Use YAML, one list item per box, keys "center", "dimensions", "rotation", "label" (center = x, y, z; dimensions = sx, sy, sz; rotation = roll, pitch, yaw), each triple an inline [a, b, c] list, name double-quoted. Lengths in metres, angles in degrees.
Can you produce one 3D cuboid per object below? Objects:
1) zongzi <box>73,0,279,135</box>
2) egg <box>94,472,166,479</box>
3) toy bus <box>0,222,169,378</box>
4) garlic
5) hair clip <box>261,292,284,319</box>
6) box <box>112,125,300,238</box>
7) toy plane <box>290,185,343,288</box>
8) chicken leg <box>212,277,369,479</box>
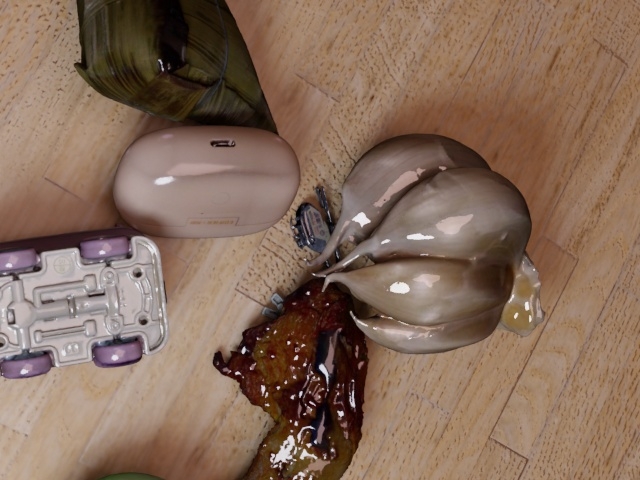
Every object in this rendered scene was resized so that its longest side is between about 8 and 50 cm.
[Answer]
- center: [-0.144, -0.248, 1.458]
  dimensions: [0.300, 0.138, 0.286]
  rotation: [22, 54, -53]
  label: "zongzi"
- center: [-0.194, 0.375, 1.377]
  dimensions: [0.220, 0.220, 0.269]
  rotation: [5, 83, -21]
  label: "egg"
- center: [-0.266, 0.061, 1.385]
  dimensions: [0.202, 0.142, 0.142]
  rotation: [-8, 94, -20]
  label: "toy bus"
- center: [0.123, 0.006, 1.514]
  dimensions: [0.292, 0.210, 0.237]
  rotation: [21, 99, -37]
  label: "garlic"
- center: [-0.013, 0.101, 1.539]
  dimensions: [0.115, 0.039, 0.030]
  rotation: [34, 77, -16]
  label: "hair clip"
- center: [-0.121, -0.061, 1.439]
  dimensions: [0.200, 0.146, 0.088]
  rotation: [-1, 59, -19]
  label: "box"
- center: [0.000, 0.000, 1.546]
  dimensions: [0.049, 0.031, 0.120]
  rotation: [-20, 95, -28]
  label: "toy plane"
- center: [-0.041, 0.197, 1.494]
  dimensions: [0.177, 0.083, 0.322]
  rotation: [8, 88, 4]
  label: "chicken leg"
